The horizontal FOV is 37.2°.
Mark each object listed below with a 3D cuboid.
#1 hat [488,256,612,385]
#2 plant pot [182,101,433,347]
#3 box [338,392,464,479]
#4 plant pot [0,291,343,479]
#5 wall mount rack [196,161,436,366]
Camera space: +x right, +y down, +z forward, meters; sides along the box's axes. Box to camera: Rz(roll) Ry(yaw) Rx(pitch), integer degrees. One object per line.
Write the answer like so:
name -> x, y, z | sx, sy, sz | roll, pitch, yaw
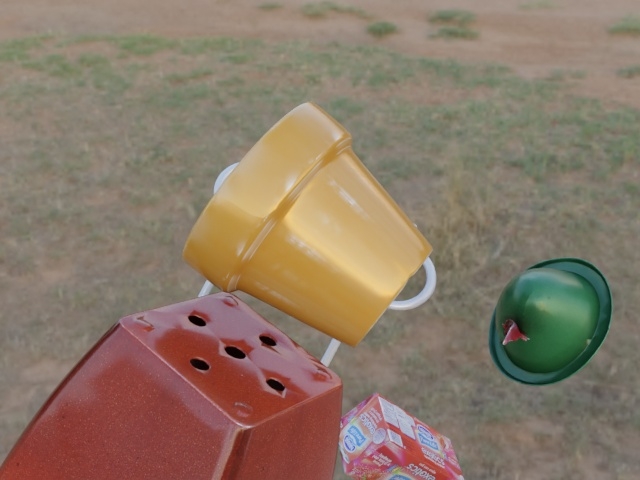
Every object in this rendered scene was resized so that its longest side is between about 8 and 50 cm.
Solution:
hat -> 0.225, 0.062, 1.113 | 0.183, 0.173, 0.208 | 31, -15, -32
plant pot -> 0.000, 0.000, 0.944 | 0.188, 0.205, 0.205 | 39, 34, 4
box -> 0.159, 0.431, 1.898 | 0.122, 0.257, 0.128 | -40, 37, 20
plant pot -> -0.131, 0.207, 0.992 | 0.267, 0.236, 0.267 | 35, 25, 24
wall mount rack -> -0.027, 0.050, 1.349 | 0.350, 0.130, 0.304 | 30, 60, 14
